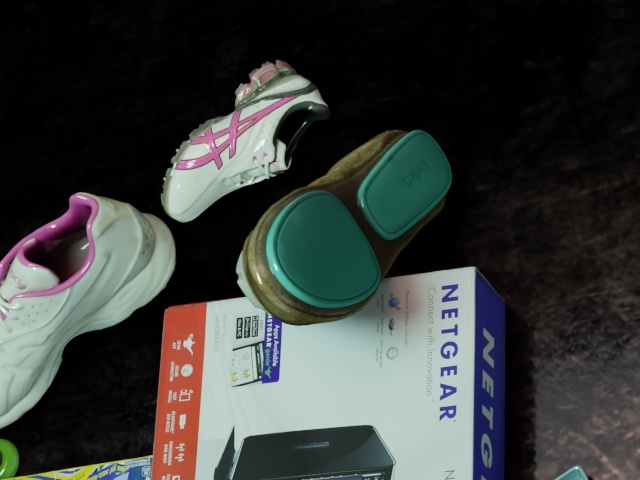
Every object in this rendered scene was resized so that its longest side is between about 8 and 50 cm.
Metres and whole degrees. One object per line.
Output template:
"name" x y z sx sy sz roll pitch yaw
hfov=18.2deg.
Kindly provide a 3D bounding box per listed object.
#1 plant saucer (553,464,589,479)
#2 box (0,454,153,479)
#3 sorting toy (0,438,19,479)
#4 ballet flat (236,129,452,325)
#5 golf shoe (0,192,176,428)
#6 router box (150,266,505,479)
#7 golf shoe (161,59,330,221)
"plant saucer" 0.227 0.274 1.598 0.067 0.018 0.192 -34 55 8
"box" -0.211 0.238 1.807 0.168 0.059 0.054 -12 64 21
"sorting toy" -0.319 0.230 1.875 0.061 0.042 0.102 7 70 29
"ballet flat" 0.000 0.000 1.704 0.124 0.342 0.116 -29 99 33
"golf shoe" -0.283 0.066 1.880 0.306 0.140 0.115 -43 57 4
"router box" 0.004 0.204 1.702 0.301 0.082 0.336 -9 63 23
"golf shoe" -0.073 -0.085 1.890 0.186 0.067 0.086 -47 57 -2
